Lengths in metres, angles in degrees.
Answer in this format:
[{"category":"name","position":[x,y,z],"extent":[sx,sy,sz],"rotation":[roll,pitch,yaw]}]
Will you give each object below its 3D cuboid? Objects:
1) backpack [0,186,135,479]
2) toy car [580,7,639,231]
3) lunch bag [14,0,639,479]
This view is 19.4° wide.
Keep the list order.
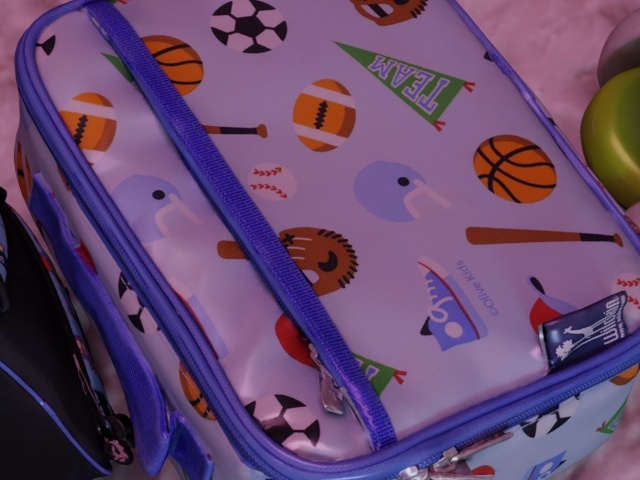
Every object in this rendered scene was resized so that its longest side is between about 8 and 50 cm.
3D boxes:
[{"category":"backpack","position":[-0.179,0.033,0.849],"extent":[0.117,0.158,0.173],"rotation":[-31,48,3]},{"category":"toy car","position":[0.220,-0.053,0.891],"extent":[0.182,0.136,0.159],"rotation":[9,59,-10]},{"category":"lunch bag","position":[0.000,0.000,0.858],"extent":[0.243,0.115,0.303],"rotation":[-19,58,-27]}]
